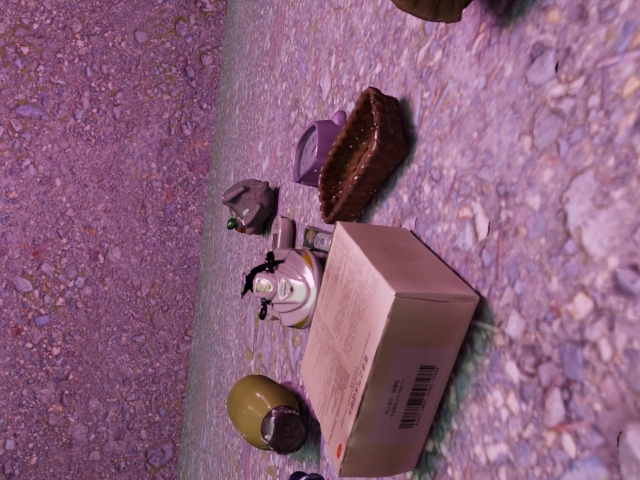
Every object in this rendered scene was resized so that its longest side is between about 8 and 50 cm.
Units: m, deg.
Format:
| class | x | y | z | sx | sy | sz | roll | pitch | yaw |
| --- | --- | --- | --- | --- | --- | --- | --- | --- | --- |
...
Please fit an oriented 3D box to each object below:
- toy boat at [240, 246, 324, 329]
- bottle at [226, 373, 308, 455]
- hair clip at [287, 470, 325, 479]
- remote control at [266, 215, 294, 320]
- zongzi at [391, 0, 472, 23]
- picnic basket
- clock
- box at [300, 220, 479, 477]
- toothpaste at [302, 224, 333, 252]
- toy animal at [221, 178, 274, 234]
| class | x | y | z | sx | sy | sz | roll | pitch | yaw |
| --- | --- | --- | --- | --- | --- | --- | --- | --- | --- |
| toy boat | -0.066 | 0.074 | 0.836 | 0.269 | 0.140 | 0.141 | 163 | 112 | -84 |
| bottle | -0.093 | 0.309 | 0.864 | 0.260 | 0.111 | 0.112 | 161 | 113 | -68 |
| hair clip | -0.034 | 0.478 | 0.687 | 0.083 | 0.048 | 0.276 | 138 | 144 | -58 |
| remote control | -0.087 | 0.059 | 1.029 | 0.078 | 0.042 | 0.222 | -178 | 95 | -72 |
| zongzi | 0.091 | -0.296 | 0.510 | 0.274 | 0.125 | 0.251 | 141 | 141 | -68 |
| picnic basket | 0.053 | -0.105 | 0.657 | 0.193 | 0.054 | 0.110 | 123 | 148 | -53 |
| clock | -0.005 | -0.159 | 0.845 | 0.152 | 0.050 | 0.110 | 154 | 121 | -67 |
| box | 0.058 | 0.108 | 0.519 | 0.168 | 0.094 | 0.212 | -120 | 39 | -61 |
| toothpaste | 0.000 | 0.000 | 0.815 | 0.204 | 0.031 | 0.049 | -169 | 87 | -72 |
| toy animal | -0.181 | -0.071 | 1.265 | 0.251 | 0.126 | 0.126 | 122 | 139 | -79 |
